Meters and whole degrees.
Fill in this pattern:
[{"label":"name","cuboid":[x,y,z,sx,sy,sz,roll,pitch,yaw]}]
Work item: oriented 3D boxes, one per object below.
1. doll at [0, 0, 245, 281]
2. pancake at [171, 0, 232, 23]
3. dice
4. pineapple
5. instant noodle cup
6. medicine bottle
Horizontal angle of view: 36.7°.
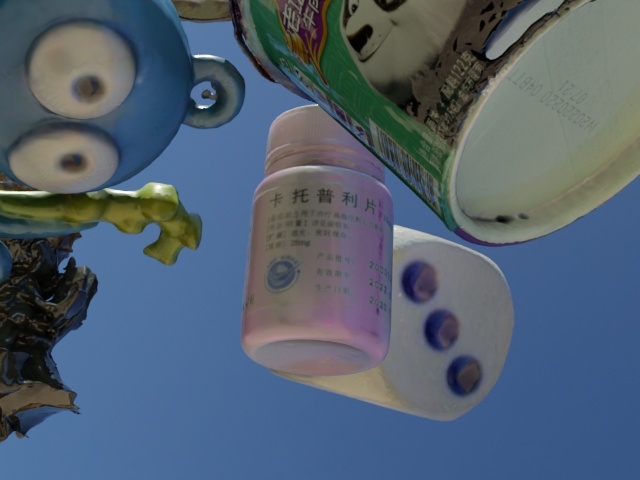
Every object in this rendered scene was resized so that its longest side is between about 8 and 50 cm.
[{"label":"doll","cuboid":[-0.191,-0.100,0.487,0.099,0.341,0.346,60,-41,45]},{"label":"pancake","cuboid":[-0.079,-0.225,0.775,0.235,0.212,0.029,9,-50,17]},{"label":"dice","cuboid":[0.099,0.126,1.545,0.304,0.304,0.277,9,-98,58]},{"label":"pineapple","cuboid":[-0.221,0.029,0.692,0.119,0.111,0.237,-20,-122,7]},{"label":"instant noodle cup","cuboid":[0.099,-0.127,0.561,0.190,0.251,0.251,54,-50,33]},{"label":"medicine bottle","cuboid":[0.000,0.000,0.991,0.152,0.152,0.255,-21,-123,43]}]
